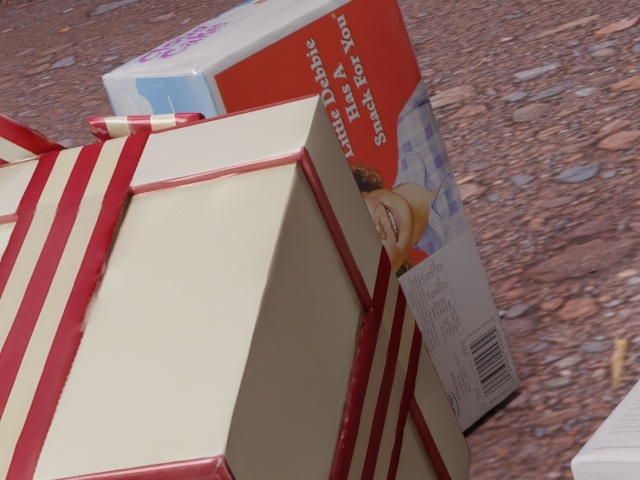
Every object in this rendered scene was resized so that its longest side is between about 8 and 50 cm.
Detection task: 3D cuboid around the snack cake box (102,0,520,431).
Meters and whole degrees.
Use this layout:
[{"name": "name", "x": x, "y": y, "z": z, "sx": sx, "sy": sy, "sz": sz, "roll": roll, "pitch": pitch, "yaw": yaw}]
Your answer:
[{"name": "snack cake box", "x": 0.000, "y": 0.000, "z": 1.050, "sx": 0.152, "sy": 0.264, "sz": 0.089, "roll": -32, "pitch": 22, "yaw": -36}]

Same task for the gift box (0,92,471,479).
[{"name": "gift box", "x": -0.099, "y": 0.092, "z": 0.835, "sx": 0.276, "sy": 0.255, "sz": 0.258, "roll": -6, "pitch": 37, "yaw": 17}]

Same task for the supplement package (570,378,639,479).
[{"name": "supplement package", "x": 0.227, "y": 0.089, "z": 0.786, "sx": 0.134, "sy": 0.139, "sz": 0.244, "roll": -3, "pitch": 23, "yaw": 37}]
